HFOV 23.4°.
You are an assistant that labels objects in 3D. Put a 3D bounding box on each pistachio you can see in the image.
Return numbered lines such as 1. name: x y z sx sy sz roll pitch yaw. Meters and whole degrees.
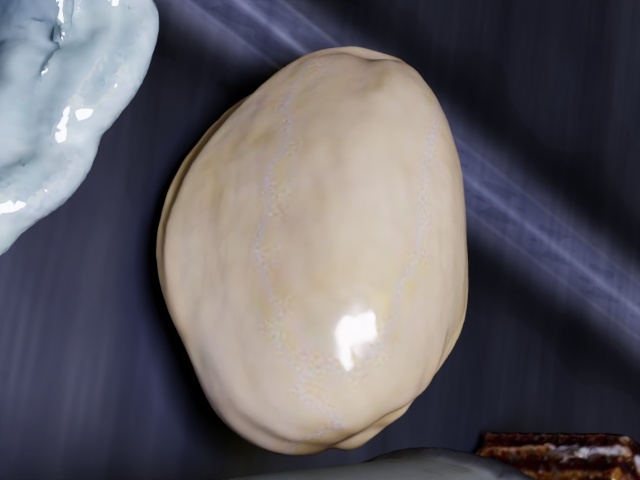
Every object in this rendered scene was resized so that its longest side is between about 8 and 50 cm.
1. pistachio: 0.000 0.000 0.715 0.145 0.117 0.201 14 71 -21

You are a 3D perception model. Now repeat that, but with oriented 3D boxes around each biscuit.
1. biscuit: 0.190 0.190 0.888 0.252 0.106 0.070 38 60 -36

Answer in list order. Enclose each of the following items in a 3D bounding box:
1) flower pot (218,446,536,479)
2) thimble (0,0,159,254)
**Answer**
1. flower pot: -0.068 0.223 0.516 0.330 0.293 0.294 3 84 -40
2. thimble: -0.183 -0.078 0.513 0.250 0.172 0.205 -13 100 -41
